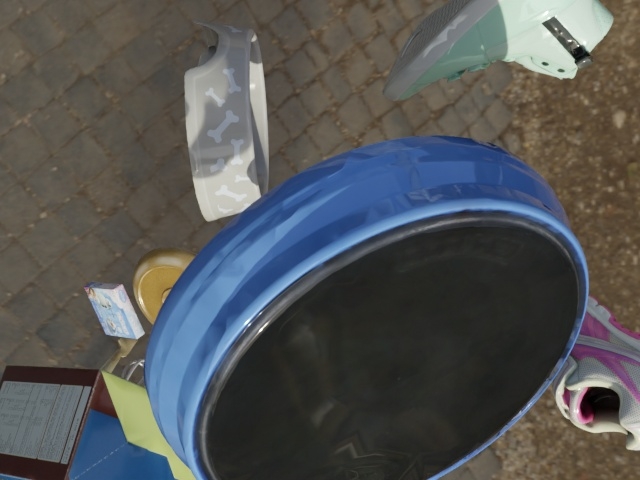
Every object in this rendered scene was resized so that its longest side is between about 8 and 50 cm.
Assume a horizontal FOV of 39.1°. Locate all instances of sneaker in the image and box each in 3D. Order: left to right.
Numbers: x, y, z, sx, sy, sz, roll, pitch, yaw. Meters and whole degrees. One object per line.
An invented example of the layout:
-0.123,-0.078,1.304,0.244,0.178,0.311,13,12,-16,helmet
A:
0.185,-0.193,0.960,0.151,0.256,0.094,35,50,-18,sneaker
0.285,0.135,0.964,0.111,0.252,0.103,-34,119,-18,sneaker

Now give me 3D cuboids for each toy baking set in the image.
-0.332,0.276,1.467,0.197,0.030,0.256,-6,84,-64,toy baking set

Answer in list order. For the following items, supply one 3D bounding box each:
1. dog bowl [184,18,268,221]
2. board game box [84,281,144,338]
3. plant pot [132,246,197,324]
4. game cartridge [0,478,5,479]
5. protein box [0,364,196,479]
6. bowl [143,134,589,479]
-0.154,-0.208,1.558,0.102,0.349,0.349,-2,87,1,dog bowl
-0.325,0.109,1.418,0.020,0.090,0.090,-37,115,-39,board game box
-0.280,0.121,1.818,0.236,0.236,0.032,55,34,-17,plant pot
-0.620,0.503,1.725,0.198,0.297,0.062,-36,110,17,game cartridge
-0.277,0.250,1.114,0.200,0.201,0.136,34,61,-43,protein box
0.052,0.095,0.760,0.391,0.077,0.391,-16,134,-17,bowl
